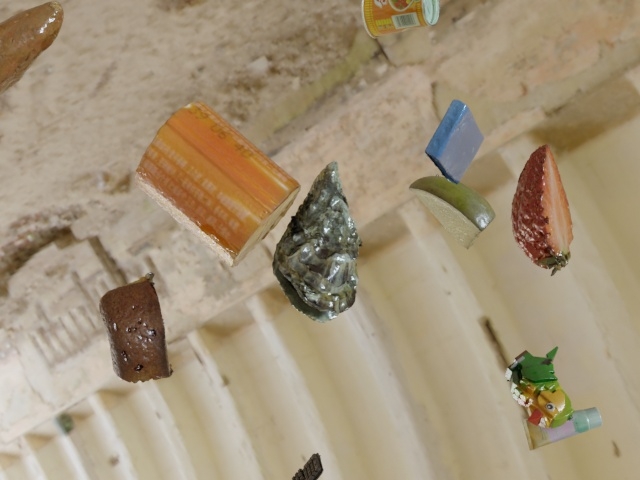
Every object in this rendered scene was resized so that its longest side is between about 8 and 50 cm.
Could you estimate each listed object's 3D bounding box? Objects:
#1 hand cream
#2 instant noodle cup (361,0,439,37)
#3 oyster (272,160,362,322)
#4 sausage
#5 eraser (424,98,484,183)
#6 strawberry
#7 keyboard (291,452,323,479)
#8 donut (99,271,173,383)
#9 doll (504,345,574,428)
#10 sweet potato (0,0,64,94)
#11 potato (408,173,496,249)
[{"bbox_3d":[0.562,0.431,1.982,0.174,0.076,0.047,-15,-178,3],"label":"hand cream"},{"bbox_3d":[0.233,-0.666,2.437,0.185,0.168,0.168,3,-164,29],"label":"instant noodle cup"},{"bbox_3d":[0.003,-0.003,1.740,0.158,0.350,0.162,-19,143,42],"label":"oyster"},{"bbox_3d":[-0.216,-0.119,1.791,0.233,0.287,0.233,-48,177,-3],"label":"sausage"},{"bbox_3d":[0.327,-0.230,2.055,0.144,0.043,0.312,-60,161,2],"label":"eraser"},{"bbox_3d":[0.422,-0.051,1.670,0.107,0.235,0.175,-12,148,29],"label":"strawberry"},{"bbox_3d":[-0.070,0.511,1.648,0.231,0.023,0.072,-53,-166,8],"label":"keyboard"},{"bbox_3d":[-0.372,0.179,1.730,0.126,0.186,0.144,-13,-161,-18],"label":"donut"},{"bbox_3d":[0.496,0.332,1.914,0.135,0.186,0.106,-6,138,-8],"label":"doll"},{"bbox_3d":[-0.510,-0.294,1.371,0.252,0.097,0.097,-36,178,2],"label":"sweet potato"},{"bbox_3d":[0.405,-0.080,2.329,0.112,0.269,0.255,-49,-160,-6],"label":"potato"}]
